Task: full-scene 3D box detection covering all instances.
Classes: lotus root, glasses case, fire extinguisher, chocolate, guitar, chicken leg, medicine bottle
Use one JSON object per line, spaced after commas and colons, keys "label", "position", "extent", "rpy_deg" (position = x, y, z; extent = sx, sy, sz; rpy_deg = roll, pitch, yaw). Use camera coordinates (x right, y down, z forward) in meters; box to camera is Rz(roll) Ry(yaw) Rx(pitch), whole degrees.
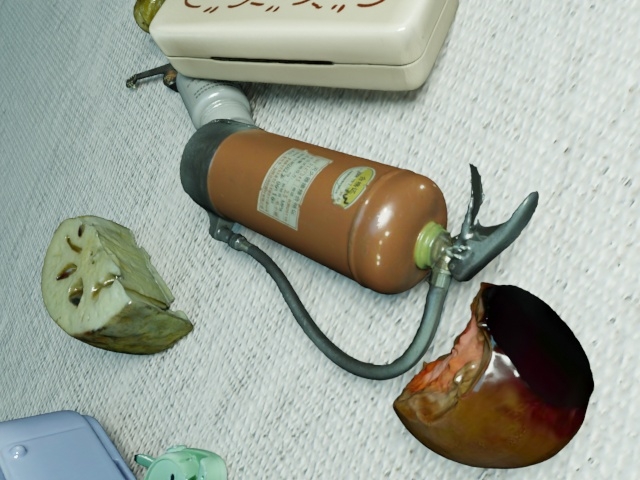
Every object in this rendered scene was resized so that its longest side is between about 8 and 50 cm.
{"label": "lotus root", "position": [-0.286, 0.067, 0.661], "extent": [0.235, 0.119, 0.138], "rpy_deg": [38, 95, 35]}
{"label": "glasses case", "position": [-0.028, -0.250, 0.540], "extent": [0.336, 0.076, 0.144], "rpy_deg": [12, 67, 28]}
{"label": "fire extinguisher", "position": [0.008, -0.005, 0.494], "extent": [0.376, 0.113, 0.200], "rpy_deg": [22, 120, 38]}
{"label": "chocolate", "position": [0.119, 0.107, 0.369], "extent": [0.133, 0.124, 0.127], "rpy_deg": [-53, 51, 51]}
{"label": "guitar", "position": [-0.243, -0.270, 0.779], "extent": [0.233, 0.025, 0.088], "rpy_deg": [1, 78, 36]}
{"label": "chicken leg", "position": [-0.223, -0.341, 0.728], "extent": [0.103, 0.088, 0.228], "rpy_deg": [-39, 43, 2]}
{"label": "medicine bottle", "position": [-0.136, -0.178, 0.644], "extent": [0.080, 0.080, 0.130], "rpy_deg": [-41, 59, 20]}

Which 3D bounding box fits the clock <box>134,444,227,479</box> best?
{"label": "clock", "position": [-0.170, 0.294, 0.567], "extent": [0.135, 0.041, 0.101], "rpy_deg": [-1, 77, 35]}

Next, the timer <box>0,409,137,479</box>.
{"label": "timer", "position": [-0.329, 0.427, 0.540], "extent": [0.395, 0.173, 0.395], "rpy_deg": [-5, 82, 38]}
